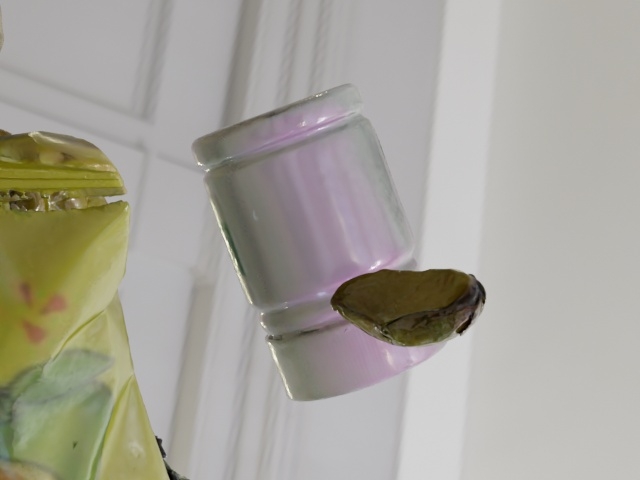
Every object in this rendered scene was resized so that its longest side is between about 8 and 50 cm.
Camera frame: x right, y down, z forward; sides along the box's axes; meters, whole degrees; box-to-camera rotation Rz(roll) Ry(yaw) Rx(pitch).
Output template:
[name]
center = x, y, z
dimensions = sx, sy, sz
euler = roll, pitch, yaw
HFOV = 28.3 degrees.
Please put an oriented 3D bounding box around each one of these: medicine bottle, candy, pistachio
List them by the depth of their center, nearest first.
[candy]
center = -0.158, 0.074, 0.570
dimensions = 0.081, 0.187, 0.297
euler = -95, -179, -51
[pistachio]
center = 0.088, 0.073, 1.259
dimensions = 0.173, 0.049, 0.089
euler = -1, -139, 36
[medicine bottle]
center = 0.000, 0.000, 1.479
dimensions = 0.212, 0.212, 0.325
euler = -14, -81, 54

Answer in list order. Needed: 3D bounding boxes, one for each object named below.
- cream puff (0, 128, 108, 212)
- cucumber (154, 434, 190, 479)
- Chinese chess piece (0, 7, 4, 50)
[cream puff]
center = -0.252, -0.024, 1.044
dimensions = 0.146, 0.116, 0.146
euler = -21, -133, 24
[cucumber]
center = -0.160, 0.264, 0.785
dimensions = 0.072, 0.081, 0.303
euler = 13, -118, 22
[Chinese chess piece]
center = -0.362, -0.138, 0.760
dimensions = 0.140, 0.338, 0.338
euler = 35, -75, 37
